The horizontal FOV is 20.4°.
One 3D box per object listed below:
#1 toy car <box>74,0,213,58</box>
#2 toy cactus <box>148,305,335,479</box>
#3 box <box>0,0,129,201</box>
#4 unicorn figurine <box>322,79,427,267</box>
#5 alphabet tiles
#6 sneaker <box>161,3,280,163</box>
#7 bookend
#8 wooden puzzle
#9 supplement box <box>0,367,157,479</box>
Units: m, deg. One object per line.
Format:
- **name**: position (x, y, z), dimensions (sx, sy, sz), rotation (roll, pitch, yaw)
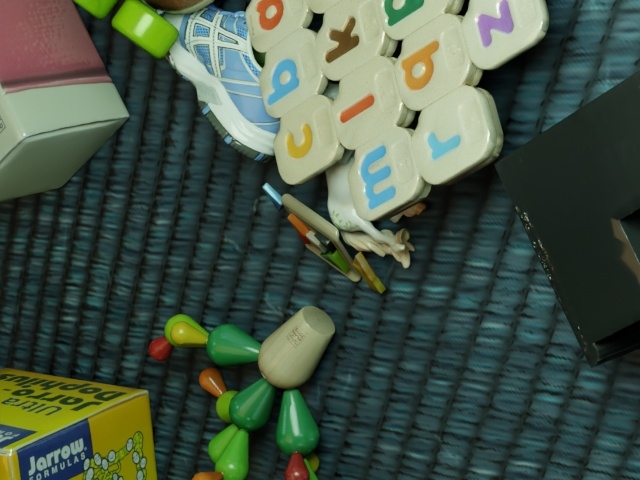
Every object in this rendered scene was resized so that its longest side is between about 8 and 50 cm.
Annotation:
- **toy car**: position (-0.161, -0.261, 1.382), dimensions (0.149, 0.188, 0.155), rotation (35, 90, 34)
- **toy cactus**: position (-0.057, 0.125, 1.507), dimensions (0.180, 0.112, 0.219), rotation (-53, 55, 30)
- **box**: position (-0.303, -0.168, 1.641), dimensions (0.148, 0.127, 0.232), rotation (-38, 75, 45)
- **unicorn figurine**: position (0.027, -0.060, 1.379), dimensions (0.111, 0.060, 0.162), rotation (19, 115, 41)
- **alphabet tiles**: position (0.050, -0.165, 1.299), dimensions (0.278, 0.021, 0.284), rotation (-30, 65, 42)
- **sneaker**: position (-0.078, -0.160, 1.462), dimensions (0.081, 0.080, 0.211), rotation (-46, 66, 18)
- **bookend**: position (0.219, -0.021, 1.182), dimensions (0.157, 0.072, 0.156), rotation (-35, 76, 46)
- **wooden puzzle**: position (0.000, 0.000, 1.434), dimensions (0.116, 0.014, 0.078), rotation (34, 163, 40)
- **supplement box**: position (-0.279, 0.325, 1.697), dimensions (0.194, 0.195, 0.356), rotation (5, 106, 34)
